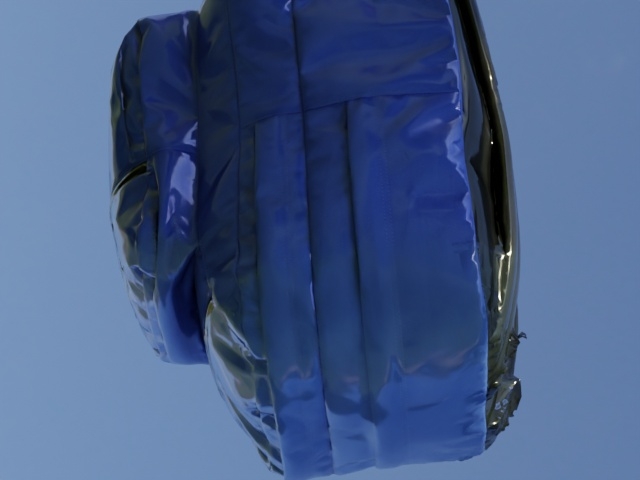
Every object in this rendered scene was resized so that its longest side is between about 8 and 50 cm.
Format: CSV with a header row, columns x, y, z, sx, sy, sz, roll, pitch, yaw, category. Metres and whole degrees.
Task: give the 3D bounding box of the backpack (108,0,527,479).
x,y,z,sx,sy,sz,roll,pitch,yaw,category
0.000,0.000,0.478,0.098,0.101,0.120,75,4,-59,backpack
